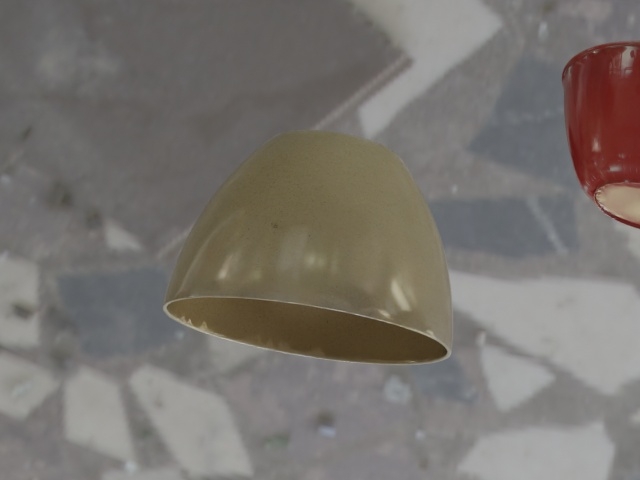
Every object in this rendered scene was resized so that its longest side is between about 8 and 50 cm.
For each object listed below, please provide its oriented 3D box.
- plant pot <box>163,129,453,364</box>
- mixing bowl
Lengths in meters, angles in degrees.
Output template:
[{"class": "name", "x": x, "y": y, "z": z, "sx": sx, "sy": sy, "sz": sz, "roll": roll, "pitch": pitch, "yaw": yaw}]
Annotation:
[{"class": "plant pot", "x": 0.000, "y": 0.000, "z": 1.933, "sx": 0.284, "sy": 0.190, "sz": 0.284, "roll": 8, "pitch": 167, "yaw": 2}, {"class": "mixing bowl", "x": 0.266, "y": -0.067, "z": 1.523, "sx": 0.181, "sy": 0.098, "sz": 0.181, "roll": 15, "pitch": 160, "yaw": 6}]
